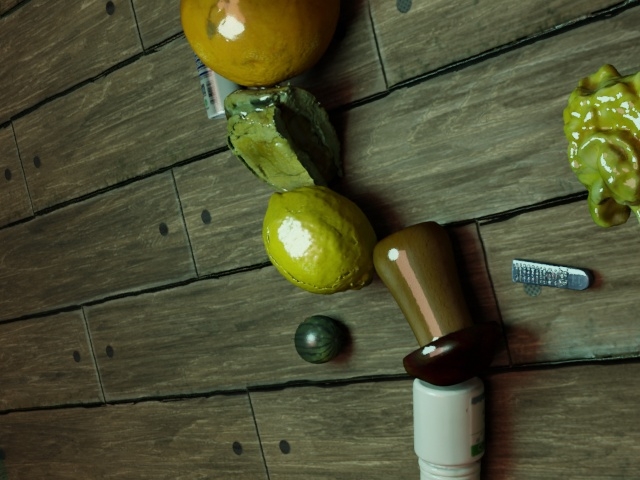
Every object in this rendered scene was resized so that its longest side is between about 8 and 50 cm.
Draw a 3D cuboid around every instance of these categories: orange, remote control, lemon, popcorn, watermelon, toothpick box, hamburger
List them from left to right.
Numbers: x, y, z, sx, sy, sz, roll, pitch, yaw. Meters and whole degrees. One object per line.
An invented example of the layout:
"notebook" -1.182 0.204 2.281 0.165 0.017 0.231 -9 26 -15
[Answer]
"orange" -0.117 -0.449 1.770 0.312 0.312 0.312 10 106 39
"hamburger" -0.090 -0.205 1.835 0.211 0.309 0.133 10 66 34
"watermelon" -0.013 0.213 1.954 0.133 0.105 0.105 -9 93 39
"lemon" 0.000 0.000 1.788 0.260 0.204 0.204 40 126 0
"toothpick box" 0.213 0.122 1.693 0.192 0.192 0.295 -32 73 40
"remote control" 0.409 0.062 1.612 0.152 0.027 0.044 8 111 41
"popcorn" 0.498 -0.147 1.360 0.242 0.235 0.250 57 153 -15

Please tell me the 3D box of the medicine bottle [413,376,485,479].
"medicine bottle" 0.248 0.379 1.747 0.139 0.139 0.237 5 104 40

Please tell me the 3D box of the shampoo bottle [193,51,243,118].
"shampoo bottle" -0.237 -0.426 2.017 0.092 0.092 0.304 -11 91 41

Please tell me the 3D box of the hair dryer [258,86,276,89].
"hair dryer" -0.146 -0.379 1.954 0.219 0.124 0.071 50 155 -6
